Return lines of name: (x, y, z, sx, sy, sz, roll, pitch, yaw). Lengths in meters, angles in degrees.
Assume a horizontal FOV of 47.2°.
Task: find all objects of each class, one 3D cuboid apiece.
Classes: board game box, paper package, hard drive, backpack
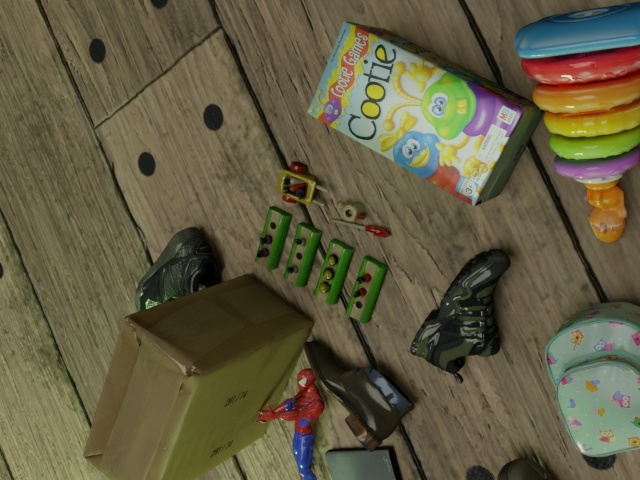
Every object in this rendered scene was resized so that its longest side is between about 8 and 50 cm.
board game box: (0.146, -0.182, 1.026, 0.275, 0.142, 0.144, 32, 113, 20)
paper package: (-0.205, 0.245, 1.251, 0.168, 0.324, 0.310, 34, 116, 22)
hard drive: (0.079, 0.412, 1.288, 0.135, 0.022, 0.094, -14, 93, 34)
backpack: (0.388, 0.182, 0.967, 0.165, 0.144, 0.189, -27, 83, 40)

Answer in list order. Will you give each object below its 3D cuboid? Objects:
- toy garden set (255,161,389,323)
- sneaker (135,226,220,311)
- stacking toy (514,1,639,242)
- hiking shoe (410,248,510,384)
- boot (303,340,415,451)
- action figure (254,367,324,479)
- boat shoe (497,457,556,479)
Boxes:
toy garden set: (0.000, 0.000, 1.230, 0.244, 0.049, 0.204, 28, 114, 25)
sneaker: (-0.270, 0.095, 1.403, 0.130, 0.087, 0.227, 51, 117, 21)
stacking toy: (0.353, -0.136, 0.931, 0.165, 0.175, 0.302, -1, 114, 30)
hiking shoe: (0.233, 0.112, 1.098, 0.114, 0.086, 0.227, 35, 124, 7)
boot: (0.064, 0.237, 1.245, 0.106, 0.082, 0.219, -40, 65, 6)
action figure: (-0.065, 0.355, 1.295, 0.091, 0.139, 0.281, -131, 46, -66)
boat shoe: (0.332, 0.502, 1.080, 0.130, 0.132, 0.356, -26, 85, 34)
